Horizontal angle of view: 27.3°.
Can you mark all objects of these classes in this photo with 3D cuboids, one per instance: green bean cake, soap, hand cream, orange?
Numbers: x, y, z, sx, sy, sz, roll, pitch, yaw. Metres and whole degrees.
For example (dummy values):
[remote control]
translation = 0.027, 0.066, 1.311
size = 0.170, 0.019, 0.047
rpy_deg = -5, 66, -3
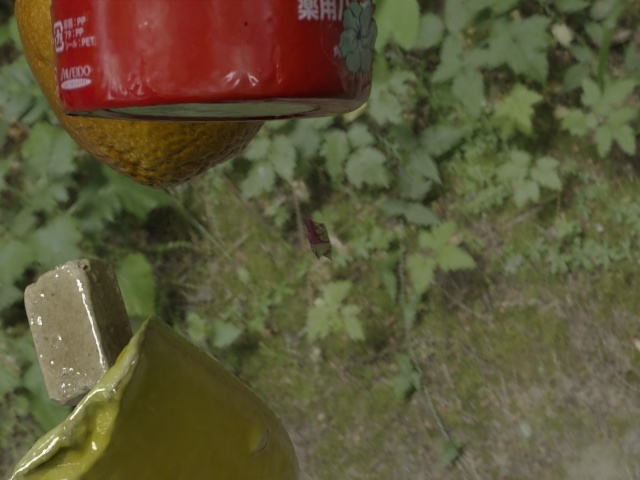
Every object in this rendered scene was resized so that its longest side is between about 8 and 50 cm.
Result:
[green bean cake]
translation = -0.314, 0.122, 1.736
size = 0.109, 0.085, 0.179
rpy_deg = -25, 74, 26
[soap]
translation = -0.162, 0.250, 1.212
size = 0.115, 0.427, 0.306
rpy_deg = 27, 71, 34
[hand cream]
translation = -0.075, -0.157, 0.904
size = 0.230, 0.230, 0.149
rpy_deg = 2, 94, 29
[orange]
translation = -0.199, -0.243, 1.582
size = 0.322, 0.357, 0.322
rpy_deg = -11, 17, 3

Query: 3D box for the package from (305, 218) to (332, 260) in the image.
[package]
translation = 0.000, 0.000, 1.848
size = 0.029, 0.083, 0.059
rpy_deg = -18, 83, 13
